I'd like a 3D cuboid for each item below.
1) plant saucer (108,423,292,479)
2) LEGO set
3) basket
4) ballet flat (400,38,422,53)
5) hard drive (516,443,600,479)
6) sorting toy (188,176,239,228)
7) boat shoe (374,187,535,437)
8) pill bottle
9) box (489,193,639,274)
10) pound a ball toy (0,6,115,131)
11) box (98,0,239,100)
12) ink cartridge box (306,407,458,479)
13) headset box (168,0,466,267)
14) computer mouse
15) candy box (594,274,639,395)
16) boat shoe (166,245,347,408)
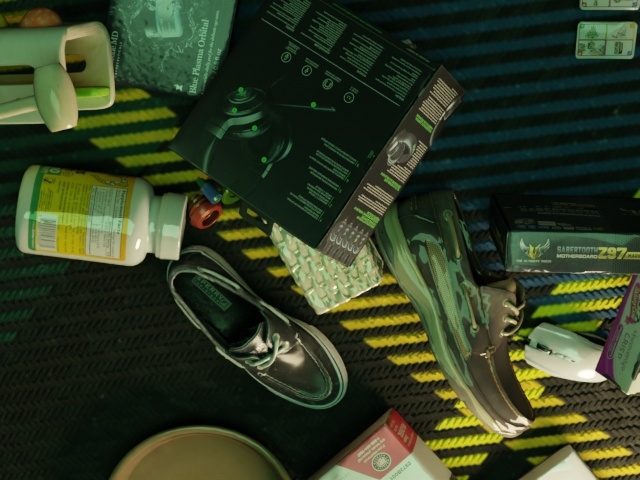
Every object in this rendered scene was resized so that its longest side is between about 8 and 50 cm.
[{"bbox_3d":[-0.167,0.381,2.108,0.278,0.041,0.278,0,106,-1],"label":"plant saucer"},{"bbox_3d":[0.451,-0.325,1.924,0.244,0.060,0.182,-1,118,1],"label":"LEGO set"},{"bbox_3d":[0.000,0.000,1.968,0.113,0.103,0.167,-28,104,6],"label":"basket"},{"bbox_3d":[0.066,-0.146,1.942,0.077,0.091,0.241,17,95,10],"label":"ballet flat"},{"bbox_3d":[0.366,0.468,2.139,0.210,0.040,0.319,-38,103,10],"label":"hard drive"},{"bbox_3d":[-0.140,-0.063,1.981,0.102,0.061,0.042,-44,68,4],"label":"sorting toy"},{"bbox_3d":[0.201,0.092,1.963,0.130,0.132,0.355,-27,99,16],"label":"boat shoe"},{"bbox_3d":[-0.281,-0.029,1.949,0.208,0.117,0.117,7,106,-2],"label":"pill bottle"},{"bbox_3d":[0.340,-0.010,1.928,0.232,0.183,0.059,2,105,0],"label":"box"},{"bbox_3d":[-0.395,-0.208,1.799,0.319,0.208,0.136,1,103,21],"label":"pound a ball toy"},{"bbox_3d":[-0.187,-0.267,1.896,0.158,0.093,0.156,11,106,-3],"label":"box"},{"bbox_3d":[0.110,0.378,2.056,0.172,0.100,0.237,-42,90,11],"label":"ink cartridge box"},{"bbox_3d":[-0.008,-0.138,1.836,0.246,0.131,0.283,34,92,23],"label":"headset box"},{"bbox_3d":[0.317,0.147,2.046,0.193,0.042,0.106,16,104,-5],"label":"computer mouse"},{"bbox_3d":[0.487,0.124,1.973,0.233,0.071,0.159,8,108,-36],"label":"candy box"},{"bbox_3d":[-0.084,0.127,2.003,0.108,0.102,0.301,-43,102,11],"label":"boat shoe"}]
